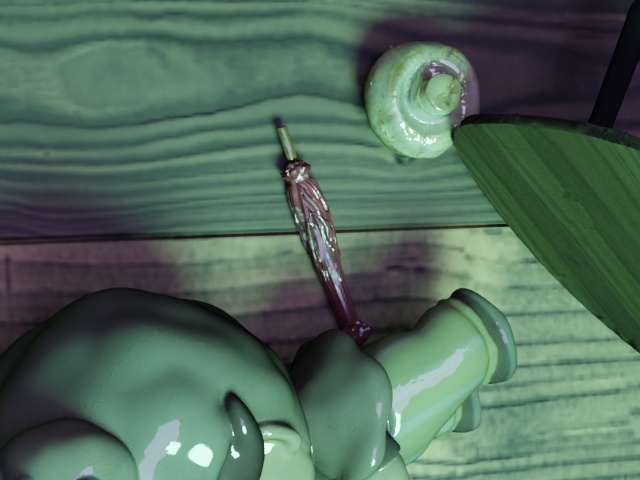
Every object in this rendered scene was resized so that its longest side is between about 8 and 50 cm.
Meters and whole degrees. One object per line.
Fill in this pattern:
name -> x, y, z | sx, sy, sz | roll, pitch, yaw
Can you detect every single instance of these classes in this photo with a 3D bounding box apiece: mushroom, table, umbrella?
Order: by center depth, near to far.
table -> 0.313, -0.068, 1.275 | 0.317, 0.317, 0.249 | 42, 70, -12
mushroom -> 0.071, -0.098, 1.312 | 0.083, 0.067, 0.083 | 3, 82, -18
umbrella -> 0.000, 0.000, 1.316 | 0.027, 0.025, 0.165 | -25, 99, -36

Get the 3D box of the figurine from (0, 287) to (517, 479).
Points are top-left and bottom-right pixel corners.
figurine -> -0.055, 0.118, 1.209 | 0.380, 0.248, 0.203 | -11, 88, -27
